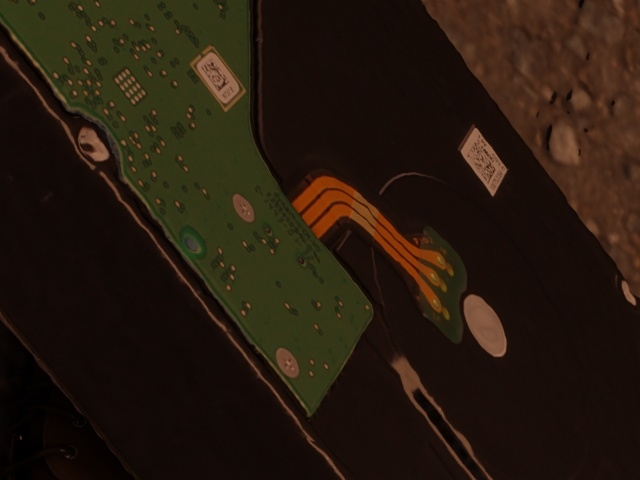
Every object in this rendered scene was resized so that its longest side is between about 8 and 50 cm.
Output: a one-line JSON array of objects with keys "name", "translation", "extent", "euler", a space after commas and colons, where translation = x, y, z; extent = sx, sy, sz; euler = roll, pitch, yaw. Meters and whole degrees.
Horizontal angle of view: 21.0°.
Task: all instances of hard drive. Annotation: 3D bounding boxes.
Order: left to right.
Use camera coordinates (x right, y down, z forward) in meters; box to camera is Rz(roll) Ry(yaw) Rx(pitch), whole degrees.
[{"name": "hard drive", "translation": [0.000, 0.000, 0.548], "extent": [0.339, 0.064, 0.237], "euler": [53, 30, -11]}]

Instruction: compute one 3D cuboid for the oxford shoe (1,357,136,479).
[{"name": "oxford shoe", "translation": [-0.076, 0.081, 0.556], "extent": [0.096, 0.083, 0.227], "euler": [49, 47, -17]}]
